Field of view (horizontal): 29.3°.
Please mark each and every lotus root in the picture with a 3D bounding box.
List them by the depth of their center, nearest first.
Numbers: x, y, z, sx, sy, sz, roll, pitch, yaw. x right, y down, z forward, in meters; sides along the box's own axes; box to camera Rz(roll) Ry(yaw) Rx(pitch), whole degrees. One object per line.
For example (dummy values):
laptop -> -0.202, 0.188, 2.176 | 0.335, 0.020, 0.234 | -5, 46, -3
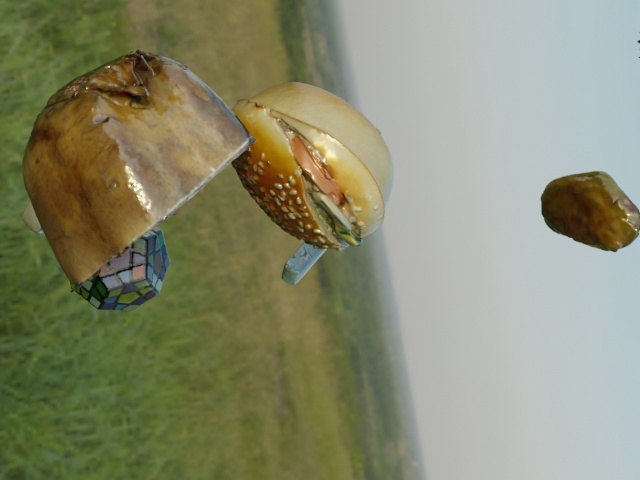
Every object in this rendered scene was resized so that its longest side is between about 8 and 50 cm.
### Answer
lotus root -> -0.211, -0.095, 1.319 | 0.192, 0.272, 0.272 | 58, 7, -9

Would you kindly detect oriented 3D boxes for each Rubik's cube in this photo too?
Rubik's cube -> -0.254, 0.025, 1.534 | 0.133, 0.133, 0.112 | -91, -156, -72

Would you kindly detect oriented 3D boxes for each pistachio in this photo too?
pistachio -> 0.311, -0.043, 1.455 | 0.173, 0.049, 0.090 | 26, -82, 55

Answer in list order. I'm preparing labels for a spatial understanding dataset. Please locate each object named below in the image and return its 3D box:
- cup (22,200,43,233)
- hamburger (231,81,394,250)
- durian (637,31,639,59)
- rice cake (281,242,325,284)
cup -> -0.376, -0.131, 2.041 | 0.227, 0.301, 0.257 | 47, -14, 4
hamburger -> -0.018, -0.087, 1.442 | 0.237, 0.147, 0.237 | 36, -20, 15
durian -> 0.648, -0.275, 2.074 | 0.352, 0.169, 0.158 | 50, 19, -33
rice cake -> 0.000, 0.000, 1.791 | 0.180, 0.030, 0.042 | -47, 167, -42
